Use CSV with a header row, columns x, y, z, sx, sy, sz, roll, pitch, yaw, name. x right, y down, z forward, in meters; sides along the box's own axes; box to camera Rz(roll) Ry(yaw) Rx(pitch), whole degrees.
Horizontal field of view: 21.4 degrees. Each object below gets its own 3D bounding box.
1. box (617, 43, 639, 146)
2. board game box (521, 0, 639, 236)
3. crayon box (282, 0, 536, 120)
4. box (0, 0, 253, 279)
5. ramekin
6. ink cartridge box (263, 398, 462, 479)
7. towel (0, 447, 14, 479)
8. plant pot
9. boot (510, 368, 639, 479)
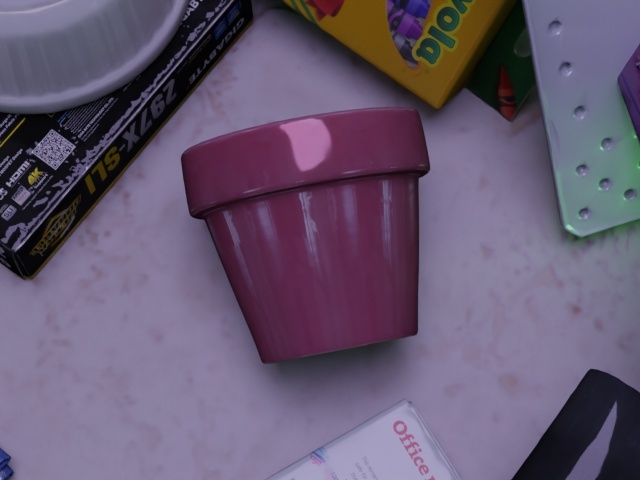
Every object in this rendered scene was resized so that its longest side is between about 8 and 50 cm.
x,y,z,sx,sy,sz,roll,pitch,yaw,name
0.362,-0.136,1.250,0.213,0.243,0.117,-15,76,-7,box
0.344,-0.231,1.369,0.390,0.390,0.050,-18,30,-6,board game box
0.073,-0.257,1.438,0.318,0.202,0.081,35,31,9,crayon box
-0.254,-0.165,1.480,0.257,0.079,0.322,34,74,14,box
-0.243,-0.251,1.402,0.273,0.127,0.273,0,71,1,ramekin
0.027,0.226,1.335,0.175,0.072,0.127,-29,73,-10,ink cartridge box
-0.414,0.216,1.366,0.209,0.034,0.285,41,74,16,towel
0.000,0.000,1.366,0.201,0.201,0.180,-11,86,-3,plant pot
0.089,0.268,1.200,0.445,0.367,0.146,-45,36,-10,boot
